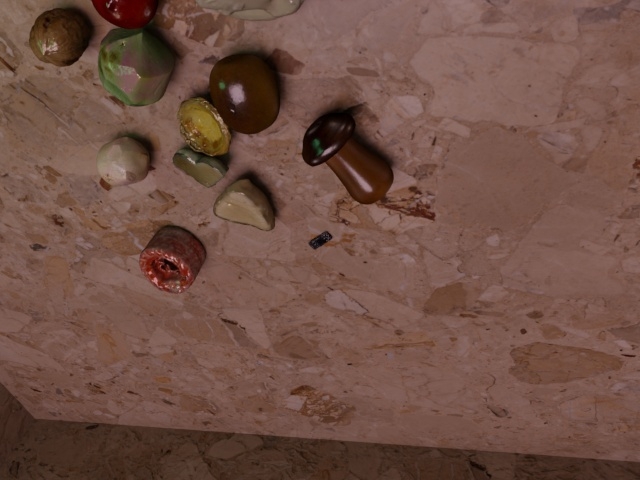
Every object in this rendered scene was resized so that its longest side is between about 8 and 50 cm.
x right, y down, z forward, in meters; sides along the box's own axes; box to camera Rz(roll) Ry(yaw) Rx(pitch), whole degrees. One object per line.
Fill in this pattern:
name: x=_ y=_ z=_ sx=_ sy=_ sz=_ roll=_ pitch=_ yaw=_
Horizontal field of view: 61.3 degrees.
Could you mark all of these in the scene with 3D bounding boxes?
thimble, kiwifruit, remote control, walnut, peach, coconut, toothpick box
thimble: x=-0.581 y=0.081 z=2.119 sx=0.239 sy=0.162 sz=0.239 roll=8 pitch=130 yaw=10
kiwifruit: x=-0.217 y=-0.419 z=1.570 sx=0.196 sy=0.196 sz=0.234 roll=3 pitch=136 yaw=14
remote control: x=0.000 y=0.000 z=1.977 sx=0.096 sy=0.014 sz=0.039 roll=-32 pitch=115 yaw=34
walnut: x=-0.766 y=-0.593 z=1.588 sx=0.155 sy=0.184 sz=0.155 roll=10 pitch=137 yaw=10
peach: x=-0.527 y=-0.658 z=1.450 sx=0.197 sy=0.197 sz=0.197 roll=8 pitch=131 yaw=10
coconut: x=-0.539 y=-0.513 z=1.578 sx=0.204 sy=0.236 sz=0.236 roll=-1 pitch=140 yaw=-30
toothpick box: x=0.082 y=-0.249 z=1.633 sx=0.192 sy=0.192 sz=0.294 roll=-31 pitch=121 yaw=35
coconut: x=-0.665 y=-0.267 z=1.844 sx=0.183 sy=0.171 sz=0.171 roll=-8 pitch=127 yaw=32

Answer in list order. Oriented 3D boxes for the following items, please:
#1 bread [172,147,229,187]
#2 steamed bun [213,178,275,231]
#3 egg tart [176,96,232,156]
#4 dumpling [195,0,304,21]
bread: x=-0.388 y=-0.242 z=1.828 sx=0.232 sy=0.064 sz=0.172 roll=19 pitch=154 yaw=27
steamed bun: x=-0.254 y=-0.139 z=1.870 sx=0.231 sy=0.110 sz=0.212 roll=17 pitch=149 yaw=-2
egg tart: x=-0.357 y=-0.365 z=1.707 sx=0.212 sy=0.090 sz=0.213 roll=19 pitch=140 yaw=17
dumpling: x=-0.234 y=-0.685 z=1.377 sx=0.395 sy=0.233 sz=0.315 roll=20 pitch=166 yaw=-18
